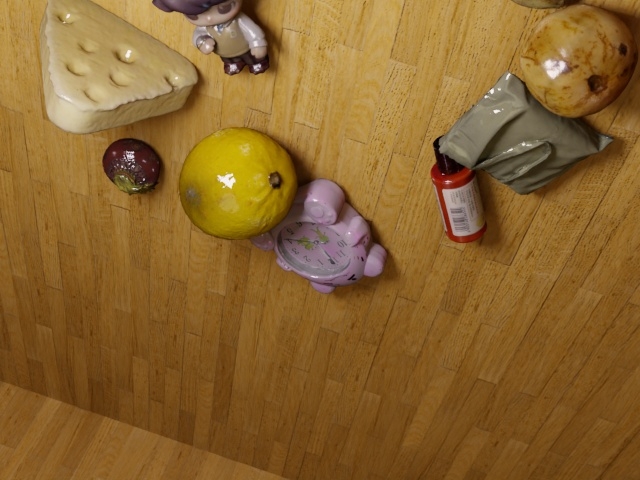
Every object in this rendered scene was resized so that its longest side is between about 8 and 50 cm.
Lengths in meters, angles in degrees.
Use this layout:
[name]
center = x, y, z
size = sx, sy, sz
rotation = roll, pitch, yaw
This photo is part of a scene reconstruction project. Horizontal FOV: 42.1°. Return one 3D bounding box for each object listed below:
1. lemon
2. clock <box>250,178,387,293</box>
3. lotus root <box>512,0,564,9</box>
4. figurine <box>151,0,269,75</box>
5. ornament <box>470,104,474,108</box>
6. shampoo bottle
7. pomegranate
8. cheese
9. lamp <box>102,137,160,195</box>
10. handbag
[lemon]
center = -0.205, -0.137, 2.039
size = 0.297, 0.297, 0.297
rotation = 11, 136, 11
[clock]
center = 0.000, 0.000, 2.217
size = 0.296, 0.113, 0.322
rotation = -22, 123, 36
[lotus root]
center = 0.356, -0.519, 1.571
size = 0.259, 0.097, 0.110
rotation = 25, 134, -9
[figurine]
center = -0.232, -0.486, 1.756
size = 0.218, 0.206, 0.364
rotation = 14, 140, 29
[ornament]
center = 0.377, -0.288, 1.830
size = 0.092, 0.041, 0.068
rotation = 5, 156, 4
[shampoo bottle]
center = 0.321, -0.126, 1.967
size = 0.105, 0.104, 0.278
rotation = -2, 133, 23
[pomegranate]
center = 0.497, -0.350, 1.616
size = 0.216, 0.215, 0.215
rotation = 11, 136, 11
[cheese]
center = -0.496, -0.369, 1.873
size = 0.384, 0.383, 0.104
rotation = 30, 132, -9
[lamp]
center = -0.505, -0.192, 2.208
size = 0.157, 0.134, 0.156
rotation = 23, 137, 1
[handbag]
center = 0.432, -0.215, 1.800
size = 0.316, 0.109, 0.253
rotation = 22, 141, -28
